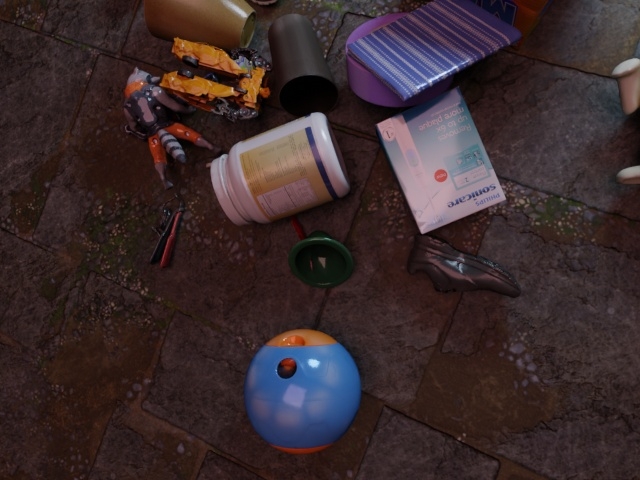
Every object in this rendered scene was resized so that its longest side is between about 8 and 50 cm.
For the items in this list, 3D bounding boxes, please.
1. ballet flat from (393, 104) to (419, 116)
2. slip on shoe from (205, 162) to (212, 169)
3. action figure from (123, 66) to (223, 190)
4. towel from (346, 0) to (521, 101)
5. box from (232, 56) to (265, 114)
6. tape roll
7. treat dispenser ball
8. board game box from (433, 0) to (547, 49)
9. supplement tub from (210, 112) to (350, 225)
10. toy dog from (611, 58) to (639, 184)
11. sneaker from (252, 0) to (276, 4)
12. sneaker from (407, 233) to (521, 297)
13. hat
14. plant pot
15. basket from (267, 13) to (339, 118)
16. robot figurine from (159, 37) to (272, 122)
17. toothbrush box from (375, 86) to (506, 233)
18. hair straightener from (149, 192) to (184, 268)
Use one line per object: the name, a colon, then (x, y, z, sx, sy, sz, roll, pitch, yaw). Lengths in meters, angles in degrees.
ballet flat: (0.230, -0.337, 1.130, 0.057, 0.049, 0.173, 41, 96, 12)
slip on shoe: (-0.273, -0.210, 1.234, 0.135, 0.051, 0.041, 1, 99, 6)
action figure: (-0.431, -0.367, 1.214, 0.341, 0.178, 0.330, -36, 90, 9)
towel: (0.260, -0.459, 0.979, 0.336, 0.040, 0.243, -30, 59, -10)
box: (-0.211, -0.455, 1.228, 0.059, 0.054, 0.169, -12, 85, 11)
tape roll: (0.203, -0.462, 1.059, 0.275, 0.090, 0.274, -4, 56, 5)
treat dispenser ball: (-0.044, 0.365, 1.028, 0.288, 0.288, 0.288, -1, 87, 12)
board game box: (0.449, -0.752, 0.949, 0.356, 0.356, 0.356, 37, 95, 11)
supplement tub: (-0.101, -0.178, 1.101, 0.316, 0.228, 0.228, -18, 83, 11)
toy dog: (0.852, -0.351, 0.888, 0.395, 0.284, 0.407, -3, 86, -1)
sneaker: (-0.222, -0.790, 1.215, 0.279, 0.118, 0.107, 34, 95, 12)
sneaker: (0.356, 0.086, 1.064, 0.286, 0.109, 0.130, 25, 99, 21)
hat: (0.000, 0.000, 1.175, 0.173, 0.183, 0.208, -18, 125, 17)
plant pot: (-0.323, -0.645, 1.192, 0.254, 0.237, 0.237, 25, 92, -2)
basket: (-0.058, -0.481, 1.140, 0.154, 0.204, 0.227, -22, 73, 21)
robot figurine: (-0.274, -0.440, 1.150, 0.291, 0.085, 0.211, 17, 88, -2)
toothbrush box: (0.292, -0.192, 1.054, 0.216, 0.126, 0.295, -22, 92, 10)
hair straightener: (-0.476, -0.036, 1.265, 0.089, 0.047, 0.230, 15, 90, 12)
